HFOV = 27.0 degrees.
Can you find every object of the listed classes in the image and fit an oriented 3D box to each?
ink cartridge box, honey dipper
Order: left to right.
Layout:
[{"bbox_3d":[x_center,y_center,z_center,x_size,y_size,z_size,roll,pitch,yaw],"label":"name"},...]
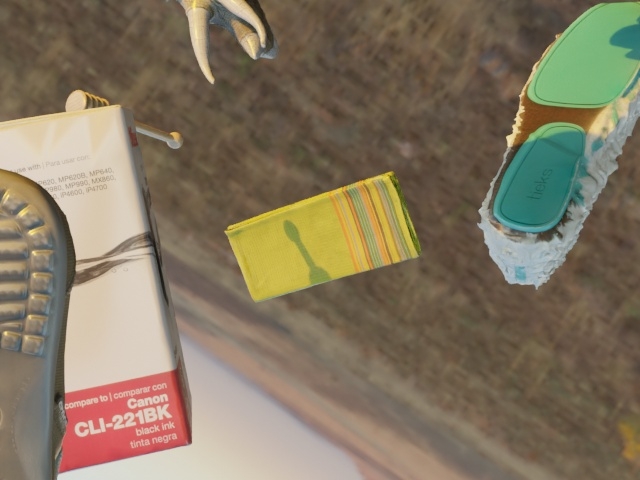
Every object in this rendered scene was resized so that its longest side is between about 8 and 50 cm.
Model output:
[{"bbox_3d":[-0.186,0.029,1.095,0.197,0.114,0.273,-139,37,-82],"label":"ink cartridge box"},{"bbox_3d":[-0.200,-0.124,1.405,0.030,0.030,0.160,29,-171,37],"label":"honey dipper"}]

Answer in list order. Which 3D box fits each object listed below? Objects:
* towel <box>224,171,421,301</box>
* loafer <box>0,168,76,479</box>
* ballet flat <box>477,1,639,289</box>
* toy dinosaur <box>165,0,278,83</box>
[{"bbox_3d":[0.000,0.000,1.558,0.021,0.237,0.102,-27,-82,-60],"label":"towel"},{"bbox_3d":[-0.148,0.084,0.583,0.094,0.251,0.087,16,-165,-1],"label":"loafer"},{"bbox_3d":[0.290,-0.111,1.565,0.147,0.409,0.147,23,148,15],"label":"ballet flat"},{"bbox_3d":[-0.154,-0.211,0.810,0.313,0.121,0.160,18,-156,6],"label":"toy dinosaur"}]
